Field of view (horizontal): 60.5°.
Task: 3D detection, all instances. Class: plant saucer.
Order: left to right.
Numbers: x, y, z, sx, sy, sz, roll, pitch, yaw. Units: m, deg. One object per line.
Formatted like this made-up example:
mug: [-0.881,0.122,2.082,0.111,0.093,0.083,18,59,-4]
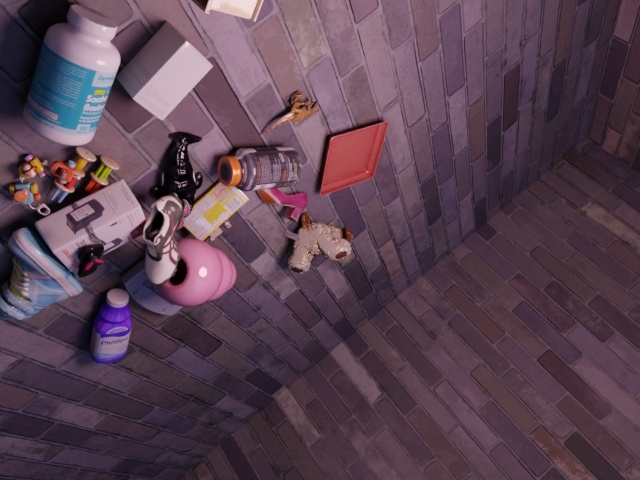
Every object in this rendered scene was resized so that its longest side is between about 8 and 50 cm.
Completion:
plant saucer: [0.108,-0.303,1.969,0.259,0.048,0.258,-21,143,-29]

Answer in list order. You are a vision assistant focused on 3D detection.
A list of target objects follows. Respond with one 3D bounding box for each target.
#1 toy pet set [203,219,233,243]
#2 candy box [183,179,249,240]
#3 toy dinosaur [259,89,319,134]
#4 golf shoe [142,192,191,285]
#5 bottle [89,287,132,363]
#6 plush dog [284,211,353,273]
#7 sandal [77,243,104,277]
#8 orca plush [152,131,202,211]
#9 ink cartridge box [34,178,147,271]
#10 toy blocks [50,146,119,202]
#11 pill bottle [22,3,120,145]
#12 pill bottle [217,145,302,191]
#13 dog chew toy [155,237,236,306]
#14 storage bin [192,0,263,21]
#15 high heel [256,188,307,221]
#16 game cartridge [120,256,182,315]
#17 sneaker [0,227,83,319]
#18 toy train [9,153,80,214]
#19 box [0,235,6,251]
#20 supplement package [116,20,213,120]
toy pet set: [-0.357,-0.037,1.791,0.122,0.065,0.114,-38,-176,-1]
candy box: [-0.332,-0.099,1.703,0.206,0.027,0.105,-41,113,0]
toy dinosaur: [-0.078,-0.380,1.651,0.211,0.064,0.112,-26,147,-25]
golf shoe: [-0.447,0.002,1.502,0.120,0.105,0.273,-25,134,-67]
bottle: [-0.671,0.276,1.772,0.118,0.092,0.283,-7,135,-39]
plush dog: [0.000,0.000,2.140,0.262,0.211,0.225,-21,170,20]
sandal: [-0.595,0.061,1.432,0.067,0.040,0.179,-25,166,-36]
orca plush: [-0.375,-0.161,1.551,0.151,0.102,0.287,-7,135,-43]
ink cartridge box: [-0.586,-0.036,1.431,0.237,0.100,0.172,-31,166,-18]
toy blocks: [-0.593,-0.150,1.370,0.148,0.054,0.123,-50,148,13]
pill bottle: [-0.508,-0.341,1.137,0.146,0.146,0.264,0,130,-48]
pill bottle: [-0.186,-0.218,1.665,0.245,0.130,0.130,-11,137,-41]
dog chew toy: [-0.372,0.104,1.721,0.206,0.206,0.332,-46,164,7]
storage bin: [-0.193,-0.604,1.052,0.123,0.262,0.260,-5,133,-46]
high heel: [-0.126,-0.165,1.879,0.244,0.082,0.117,38,67,-45]
game cartridge: [-0.519,0.142,1.818,0.198,0.062,0.297,-35,149,-3]
sneaker: [-0.762,0.105,1.404,0.208,0.127,0.319,-32,155,-16]
toy train: [-0.652,-0.130,1.287,0.125,0.046,0.166,32,109,-26]
box: [-0.808,-0.031,1.277,0.059,0.054,0.169,-31,147,-18]
supplement package: [-0.362,-0.393,1.277,0.179,0.105,0.105,-45,149,6]
